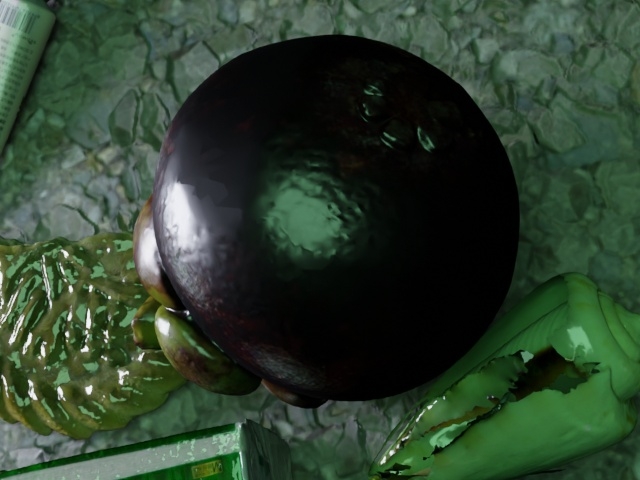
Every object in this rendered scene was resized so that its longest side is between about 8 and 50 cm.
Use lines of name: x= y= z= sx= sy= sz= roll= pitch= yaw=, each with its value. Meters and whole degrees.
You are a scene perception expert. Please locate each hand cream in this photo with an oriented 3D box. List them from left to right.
hand cream: x=-0.298 y=-0.129 z=1.510 sx=0.080 sy=0.050 sz=0.234 roll=25 pitch=90 yaw=16

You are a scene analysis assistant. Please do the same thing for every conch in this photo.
conch: x=0.143 y=0.126 z=1.293 sx=0.251 sy=0.143 sz=0.137 roll=-27 pitch=119 yaw=1

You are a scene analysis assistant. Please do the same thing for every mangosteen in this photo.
mangosteen: x=0.010 y=0.002 z=1.295 sx=0.297 sy=0.297 sz=0.313 roll=15 pitch=118 yaw=16

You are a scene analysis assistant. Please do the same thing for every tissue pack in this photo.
tissue pack: x=-0.132 y=0.242 z=1.336 sx=0.209 sy=0.148 sz=0.156 roll=-12 pitch=72 yaw=10

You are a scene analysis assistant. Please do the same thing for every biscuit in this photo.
biscuit: x=-0.214 y=0.079 z=1.449 sx=0.274 sy=0.036 sz=0.187 roll=-2 pitch=79 yaw=13
